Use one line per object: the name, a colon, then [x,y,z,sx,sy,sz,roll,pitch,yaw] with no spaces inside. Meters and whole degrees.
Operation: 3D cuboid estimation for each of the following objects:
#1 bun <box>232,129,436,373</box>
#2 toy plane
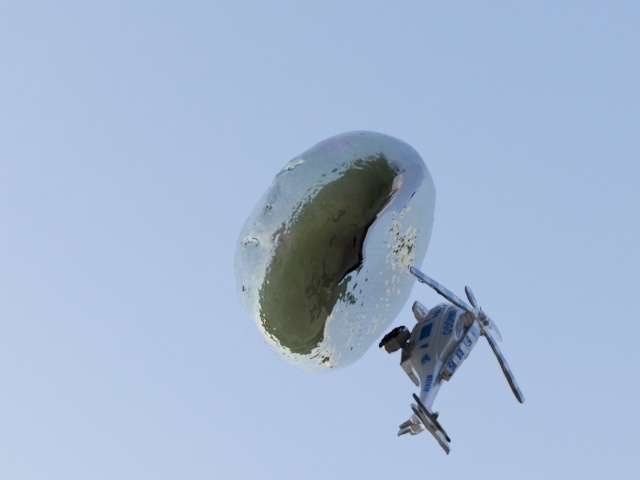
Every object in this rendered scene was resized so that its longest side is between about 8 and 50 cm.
bun: [0.000,0.000,1.541,0.179,0.283,0.283,26,-61,22]
toy plane: [0.120,0.137,1.424,0.107,0.273,0.182,-31,-59,27]
